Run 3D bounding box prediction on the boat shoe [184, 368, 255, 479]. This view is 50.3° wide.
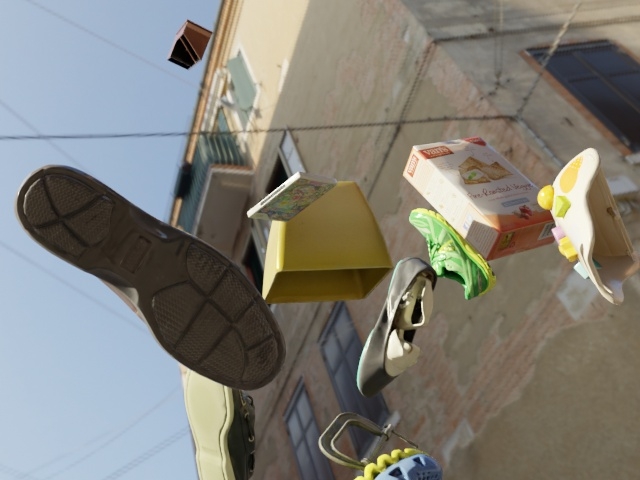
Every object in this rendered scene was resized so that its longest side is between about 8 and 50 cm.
[{"bbox_3d":[-0.181,0.356,1.353,0.113,0.127,0.340,-23,-69,-50],"label":"boat shoe"}]

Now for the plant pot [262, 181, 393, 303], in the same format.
[{"bbox_3d":[0.000,0.000,1.302,0.212,0.187,0.212,-1,-20,-12],"label":"plant pot"}]

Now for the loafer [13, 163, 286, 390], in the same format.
[{"bbox_3d":[-0.160,0.032,0.687,0.302,0.095,0.109,39,-94,-8],"label":"loafer"}]

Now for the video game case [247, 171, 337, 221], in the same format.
[{"bbox_3d":[-0.043,-0.065,1.054,0.122,0.011,0.087,-35,-25,34],"label":"video game case"}]

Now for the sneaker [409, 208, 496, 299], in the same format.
[{"bbox_3d":[0.327,0.031,1.785,0.123,0.295,0.109,-41,-21,-1],"label":"sneaker"}]

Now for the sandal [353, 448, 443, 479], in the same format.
[{"bbox_3d":[0.059,0.405,0.877,0.317,0.138,0.126,-39,-46,-26],"label":"sandal"}]

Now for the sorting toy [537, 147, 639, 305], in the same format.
[{"bbox_3d":[0.165,0.000,0.412,0.045,0.075,0.083,-22,-66,22],"label":"sorting toy"}]

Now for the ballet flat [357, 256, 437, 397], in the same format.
[{"bbox_3d":[0.109,0.120,0.918,0.074,0.074,0.203,28,-101,-38],"label":"ballet flat"}]

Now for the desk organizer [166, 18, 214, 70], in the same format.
[{"bbox_3d":[-0.218,-0.321,1.129,0.047,0.130,0.050,22,-92,-21],"label":"desk organizer"}]

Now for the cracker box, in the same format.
[{"bbox_3d":[0.268,-0.077,1.127,0.156,0.232,0.067,-13,-43,-30],"label":"cracker box"}]

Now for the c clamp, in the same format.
[{"bbox_3d":[0.075,0.332,1.117,0.161,0.137,0.022,-22,-44,-58],"label":"c clamp"}]
